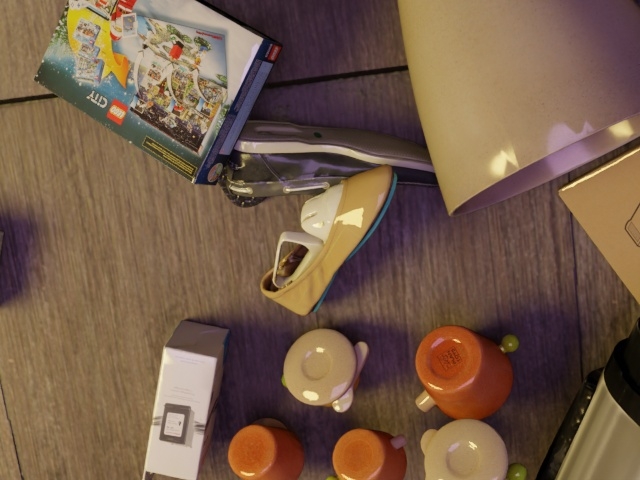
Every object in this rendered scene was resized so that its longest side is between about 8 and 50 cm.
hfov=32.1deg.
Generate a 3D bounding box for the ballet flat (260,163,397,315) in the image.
[{"bbox_3d":[0.000,0.000,1.139,0.073,0.080,0.232,20,135,-12],"label":"ballet flat"}]

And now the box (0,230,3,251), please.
[{"bbox_3d":[-0.416,0.033,1.221,0.101,0.087,0.101,13,104,2],"label":"box"}]

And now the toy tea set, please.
[{"bbox_3d":[0.065,0.196,1.210,0.336,0.124,0.199,-4,68,23],"label":"toy tea set"}]

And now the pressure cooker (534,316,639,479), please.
[{"bbox_3d":[0.416,0.256,1.062,0.376,0.370,0.420,19,107,-3],"label":"pressure cooker"}]

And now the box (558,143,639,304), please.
[{"bbox_3d":[0.370,-0.032,1.132,0.201,0.021,0.164,-32,99,38],"label":"box"}]

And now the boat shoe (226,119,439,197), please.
[{"bbox_3d":[0.016,-0.075,1.167,0.233,0.084,0.079,4,114,-6],"label":"boat shoe"}]

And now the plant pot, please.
[{"bbox_3d":[0.183,-0.200,1.063,0.257,0.256,0.274,-25,83,9],"label":"plant pot"}]

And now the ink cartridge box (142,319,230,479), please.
[{"bbox_3d":[-0.148,0.190,1.226,0.060,0.104,0.180,11,103,1],"label":"ink cartridge box"}]

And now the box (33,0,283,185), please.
[{"bbox_3d":[-0.169,-0.180,1.131,0.233,0.044,0.159,33,105,22],"label":"box"}]

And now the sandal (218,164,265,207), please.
[{"bbox_3d":[-0.112,-0.116,1.194,0.067,0.040,0.179,-23,115,13],"label":"sandal"}]
